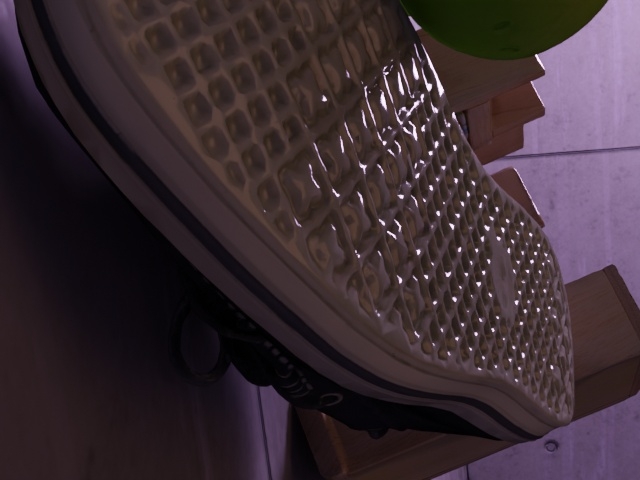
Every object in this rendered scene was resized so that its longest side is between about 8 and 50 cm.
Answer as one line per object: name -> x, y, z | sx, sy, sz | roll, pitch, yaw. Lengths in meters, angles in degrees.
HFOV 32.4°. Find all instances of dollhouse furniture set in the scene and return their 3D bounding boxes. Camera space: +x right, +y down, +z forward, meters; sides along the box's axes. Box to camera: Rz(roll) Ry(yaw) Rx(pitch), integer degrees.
dollhouse furniture set -> 0.066, -0.016, 0.927 | 0.362, 0.256, 0.394 | 64, 4, -67

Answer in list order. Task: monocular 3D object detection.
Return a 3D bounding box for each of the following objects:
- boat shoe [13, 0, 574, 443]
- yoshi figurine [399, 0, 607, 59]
boat shoe -> 0.000, 0.000, 0.552 | 0.500, 0.156, 0.187 | 40, 48, -57
yoshi figurine -> 0.044, -0.216, 0.552 | 0.203, 0.362, 0.203 | -7, 130, -45
